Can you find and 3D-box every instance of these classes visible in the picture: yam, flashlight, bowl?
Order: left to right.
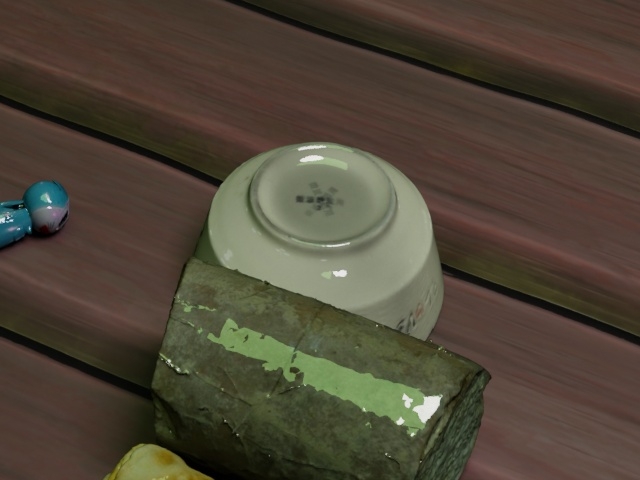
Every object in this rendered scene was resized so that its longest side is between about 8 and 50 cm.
[{"bbox_3d":[-0.292,-0.017,1.423,0.129,0.051,0.051,-20,52,-13],"label":"flashlight"},{"bbox_3d":[-0.012,0.127,1.229,0.268,0.161,0.161,20,50,11],"label":"yam"},{"bbox_3d":[0.000,0.000,1.370,0.238,0.126,0.237,2,48,-3],"label":"bowl"}]

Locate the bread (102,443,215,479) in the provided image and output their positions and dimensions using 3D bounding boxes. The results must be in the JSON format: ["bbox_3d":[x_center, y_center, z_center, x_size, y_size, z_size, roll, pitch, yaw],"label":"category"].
[{"bbox_3d":[-0.020,0.270,1.153,0.367,0.077,0.084,32,92,24],"label":"bread"}]
